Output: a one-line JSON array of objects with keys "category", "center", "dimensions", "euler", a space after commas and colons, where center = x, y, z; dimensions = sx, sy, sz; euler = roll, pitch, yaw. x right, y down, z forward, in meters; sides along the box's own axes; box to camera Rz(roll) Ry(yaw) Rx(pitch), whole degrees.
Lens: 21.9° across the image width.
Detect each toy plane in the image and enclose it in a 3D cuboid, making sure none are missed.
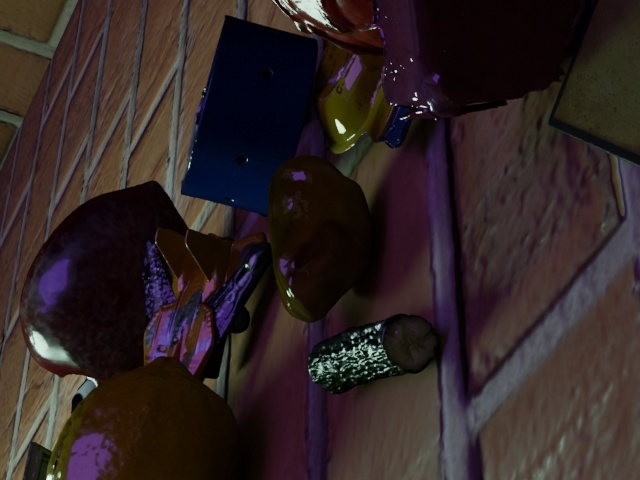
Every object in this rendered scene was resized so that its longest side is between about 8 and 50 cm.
[{"category": "toy plane", "center": [-0.153, 0.142, 1.915], "dimensions": [0.204, 0.103, 0.316], "euler": [2, 83, 40]}]

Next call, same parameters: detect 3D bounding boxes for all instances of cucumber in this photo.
[{"category": "cucumber", "center": [0.046, 0.097, 1.467], "dimensions": [0.187, 0.058, 0.058], "euler": [153, 132, -65]}]

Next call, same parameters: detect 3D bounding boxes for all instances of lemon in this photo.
[{"category": "lemon", "center": [-0.186, 0.250, 1.763], "dimensions": [0.204, 0.204, 0.260], "euler": [-29, 43, 65]}]

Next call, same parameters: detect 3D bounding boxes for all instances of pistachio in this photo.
[{"category": "pistachio", "center": [0.000, 0.003, 1.635], "dimensions": [0.110, 0.100, 0.189], "euler": [95, 169, -50]}]

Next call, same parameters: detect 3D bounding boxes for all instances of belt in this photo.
[{"category": "belt", "center": [-0.080, -0.139, 1.865], "dimensions": [0.347, 0.117, 0.212], "euler": [-154, 77, -84]}]

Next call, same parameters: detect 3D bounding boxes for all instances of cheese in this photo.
[{"category": "cheese", "center": [0.051, -0.161, 1.674], "dimensions": [0.270, 0.069, 0.177], "euler": [-129, 59, -68]}]

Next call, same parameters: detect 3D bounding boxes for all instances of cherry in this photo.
[{"category": "cherry", "center": [-0.256, 0.066, 2.084], "dimensions": [0.203, 0.230, 0.300], "euler": [36, -111, -85]}]

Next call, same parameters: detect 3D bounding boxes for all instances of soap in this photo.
[{"category": "soap", "center": [0.129, -0.229, 1.342], "dimensions": [0.289, 0.182, 0.112], "euler": [-68, 19, -7]}]

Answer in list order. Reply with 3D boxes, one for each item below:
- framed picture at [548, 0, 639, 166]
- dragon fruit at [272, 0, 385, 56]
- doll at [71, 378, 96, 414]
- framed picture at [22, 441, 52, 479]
[{"category": "framed picture", "center": [0.268, -0.168, 1.136], "dimensions": [0.339, 0.014, 0.255], "euler": [-136, 65, -70]}, {"category": "dragon fruit", "center": [0.053, -0.281, 1.526], "dimensions": [0.252, 0.241, 0.241], "euler": [97, -175, -74]}, {"category": "doll", "center": [-0.267, 0.192, 2.217], "dimensions": [0.110, 0.107, 0.180], "euler": [92, -162, -77]}, {"category": "framed picture", "center": [-0.290, 0.399, 1.955], "dimensions": [0.017, 0.217, 0.274], "euler": [-17, 53, 34]}]
